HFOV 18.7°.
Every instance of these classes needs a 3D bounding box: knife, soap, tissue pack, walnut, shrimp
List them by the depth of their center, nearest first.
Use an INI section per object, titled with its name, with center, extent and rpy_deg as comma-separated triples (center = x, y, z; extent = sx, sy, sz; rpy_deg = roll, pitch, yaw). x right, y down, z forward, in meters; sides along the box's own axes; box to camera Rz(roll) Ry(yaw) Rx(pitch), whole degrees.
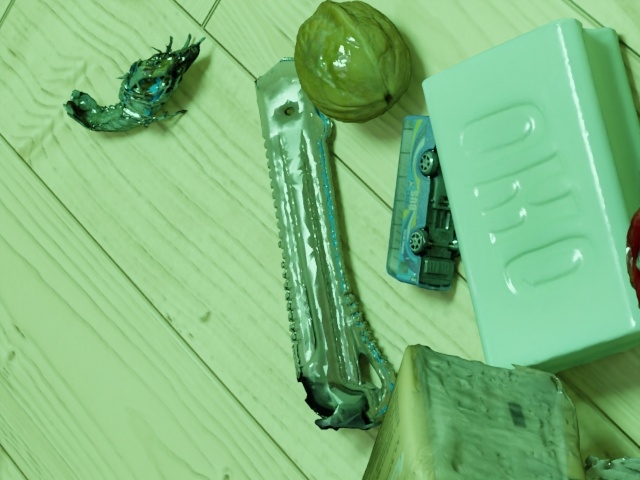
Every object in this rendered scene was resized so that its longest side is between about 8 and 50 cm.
[tissue pack]
center = 0.130, 0.275, 1.532
extent = 0.238, 0.239, 0.305
rpy_deg = 37, 123, 34
[soap]
center = 0.191, -0.032, 1.603
extent = 0.160, 0.088, 0.265
rpy_deg = -22, 73, 36
[walnut]
center = 0.027, -0.163, 1.738
extent = 0.105, 0.105, 0.124
rpy_deg = -46, 60, 26
[knife]
center = 0.000, 0.002, 1.786
extent = 0.089, 0.043, 0.365
rpy_deg = -12, 74, 4
[shrimp]
center = -0.175, -0.151, 1.935
extent = 0.174, 0.076, 0.082
rpy_deg = -23, 32, 40

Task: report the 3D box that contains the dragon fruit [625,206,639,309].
[dragon fruit]
center = 0.332, -0.012, 1.455
extent = 0.218, 0.148, 0.223
rpy_deg = -19, 107, 7

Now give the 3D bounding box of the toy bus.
[toy bus]
center = 0.095, -0.034, 1.707
extent = 0.061, 0.051, 0.153
rpy_deg = 9, 92, 51
